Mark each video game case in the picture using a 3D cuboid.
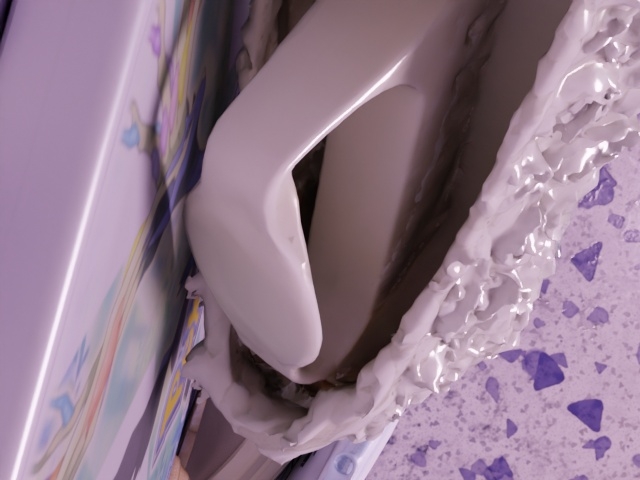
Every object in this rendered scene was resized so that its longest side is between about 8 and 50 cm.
[{"bbox_3d":[-0.052,-0.034,0.480,0.300,0.036,0.329,68,37,-85],"label":"video game case"}]

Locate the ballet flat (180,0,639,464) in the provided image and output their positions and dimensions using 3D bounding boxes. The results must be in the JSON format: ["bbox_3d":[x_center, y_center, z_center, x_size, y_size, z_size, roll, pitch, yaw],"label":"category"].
[{"bbox_3d":[0.029,-0.066,0.385,0.409,0.147,0.147,99,6,-49],"label":"ballet flat"}]

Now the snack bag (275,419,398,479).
[{"bbox_3d":[0.056,0.030,0.870,0.323,0.037,0.342,-59,-176,-3],"label":"snack bag"}]

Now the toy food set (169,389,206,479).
[{"bbox_3d":[-0.096,0.157,0.705,0.192,0.038,0.132,-80,-171,-52],"label":"toy food set"}]

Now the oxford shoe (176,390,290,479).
[{"bbox_3d":[-0.001,-0.022,0.791,0.449,0.130,0.169,-60,-172,28],"label":"oxford shoe"}]
